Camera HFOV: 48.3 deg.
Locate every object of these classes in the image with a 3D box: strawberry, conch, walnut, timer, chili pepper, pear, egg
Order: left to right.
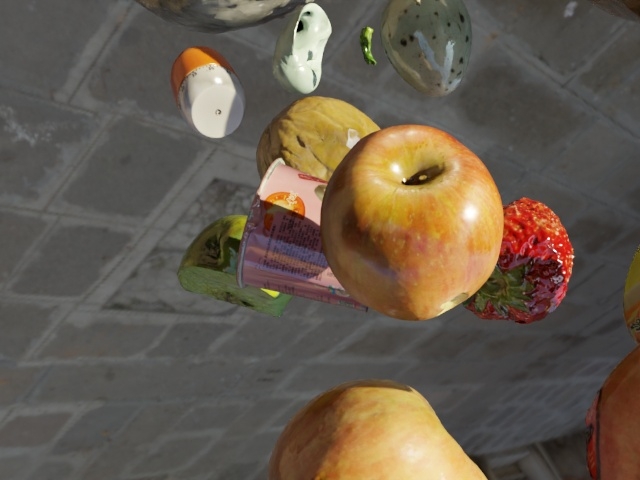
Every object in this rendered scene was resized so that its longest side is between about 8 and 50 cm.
[{"bbox_3d":[-0.167,-0.219,1.019,0.099,0.136,0.136,-25,150,-19],"label":"timer"},{"bbox_3d":[-0.182,0.033,1.604,0.287,0.176,0.282,14,160,9],"label":"pear"},{"bbox_3d":[-0.050,-0.469,1.746,0.121,0.221,0.185,13,170,5],"label":"conch"},{"bbox_3d":[0.013,-0.177,1.668,0.333,0.332,0.332,-21,149,-14],"label":"walnut"},{"bbox_3d":[0.107,-0.447,1.637,0.034,0.030,0.091,-4,107,10],"label":"chili pepper"},{"bbox_3d":[0.150,-0.282,1.011,0.131,0.164,0.131,-8,177,0],"label":"egg"},{"bbox_3d":[0.404,0.028,1.462,0.277,0.257,0.257,-45,166,-42],"label":"strawberry"}]

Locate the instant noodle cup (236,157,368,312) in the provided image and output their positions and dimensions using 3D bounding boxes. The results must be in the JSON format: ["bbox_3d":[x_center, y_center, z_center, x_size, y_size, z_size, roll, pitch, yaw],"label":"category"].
[{"bbox_3d":[0.000,0.000,1.247,0.231,0.243,0.243,16,144,6],"label":"instant noodle cup"}]

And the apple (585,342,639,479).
[{"bbox_3d":[0.261,0.133,0.413,0.209,0.209,0.164,-36,169,12],"label":"apple"}]

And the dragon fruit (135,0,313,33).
[{"bbox_3d":[-0.100,-0.315,0.758,0.221,0.283,0.204,-53,131,-21],"label":"dragon fruit"}]

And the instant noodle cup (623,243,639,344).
[{"bbox_3d":[0.533,0.074,0.971,0.153,0.205,0.205,18,135,-7],"label":"instant noodle cup"}]

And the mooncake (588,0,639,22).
[{"bbox_3d":[0.401,-0.368,0.762,0.285,0.155,0.284,-3,113,-8],"label":"mooncake"}]

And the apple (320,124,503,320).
[{"bbox_3d":[0.122,-0.015,0.943,0.242,0.242,0.241,-24,142,-10],"label":"apple"}]

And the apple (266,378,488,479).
[{"bbox_3d":[0.099,0.443,1.257,0.347,0.391,0.391,-31,150,-5],"label":"apple"}]

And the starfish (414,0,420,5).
[{"bbox_3d":[0.174,-0.321,0.631,0.247,0.138,0.050,-13,162,42],"label":"starfish"}]
